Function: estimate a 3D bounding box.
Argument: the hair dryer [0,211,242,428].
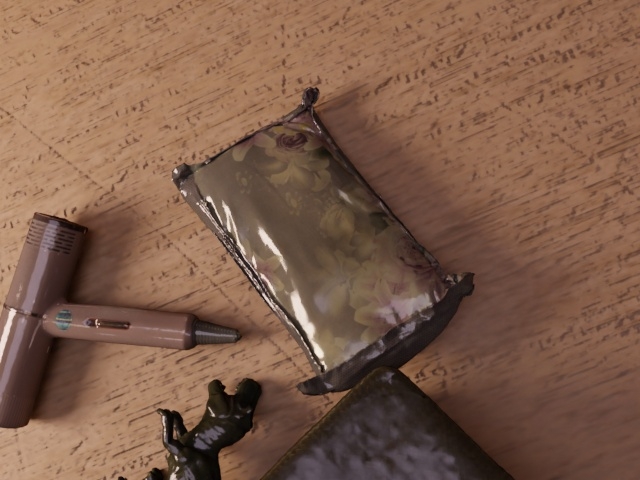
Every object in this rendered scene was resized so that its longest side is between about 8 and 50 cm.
[{"bbox_3d":[-0.187,0.098,0.728,0.220,0.053,0.195,17,88,7],"label":"hair dryer"}]

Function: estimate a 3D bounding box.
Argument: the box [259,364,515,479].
[{"bbox_3d":[0.079,0.252,0.576,0.273,0.143,0.184,42,77,15],"label":"box"}]

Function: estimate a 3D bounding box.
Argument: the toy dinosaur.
[{"bbox_3d":[-0.073,0.216,0.663,0.178,0.087,0.187,19,89,15],"label":"toy dinosaur"}]

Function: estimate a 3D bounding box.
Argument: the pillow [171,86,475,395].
[{"bbox_3d":[0.000,0.000,0.684,0.169,0.059,0.255,-36,71,-1],"label":"pillow"}]
